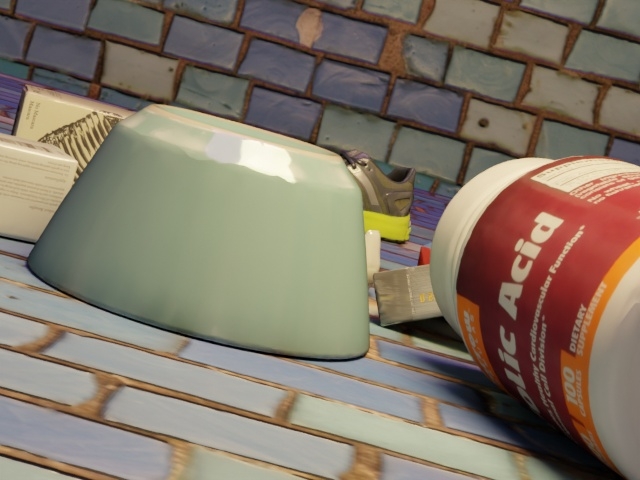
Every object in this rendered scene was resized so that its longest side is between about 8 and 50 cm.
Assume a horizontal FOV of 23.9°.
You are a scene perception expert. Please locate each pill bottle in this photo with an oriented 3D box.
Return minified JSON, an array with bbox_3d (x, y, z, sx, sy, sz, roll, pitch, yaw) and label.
[{"bbox_3d":[0.240,0.052,1.210,0.224,0.224,0.392,13,7,-18],"label":"pill bottle"}]

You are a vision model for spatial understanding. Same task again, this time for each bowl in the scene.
[{"bbox_3d":[-0.085,-0.019,1.332,0.311,0.163,0.311,16,6,-2],"label":"bowl"}]

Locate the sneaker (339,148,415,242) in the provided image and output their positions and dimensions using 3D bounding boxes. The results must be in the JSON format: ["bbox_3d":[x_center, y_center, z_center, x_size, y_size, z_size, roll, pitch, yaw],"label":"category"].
[{"bbox_3d":[0.017,-0.083,2.268,0.300,0.121,0.111,11,8,-35],"label":"sneaker"}]

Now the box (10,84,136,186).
[{"bbox_3d":[-0.251,-0.107,1.908,0.275,0.113,0.094,12,8,-15],"label":"box"}]

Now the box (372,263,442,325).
[{"bbox_3d":[0.176,0.042,1.568,0.183,0.056,0.231,-11,-3,19],"label":"box"}]

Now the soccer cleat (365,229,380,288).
[{"bbox_3d":[0.000,0.000,1.730,0.068,0.076,0.196,9,9,-44],"label":"soccer cleat"}]

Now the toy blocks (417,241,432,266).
[{"bbox_3d":[0.302,0.028,1.923,0.381,0.190,0.261,18,19,27],"label":"toy blocks"}]

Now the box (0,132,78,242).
[{"bbox_3d":[-0.298,-0.053,1.436,0.101,0.087,0.102,12,7,-25],"label":"box"}]
